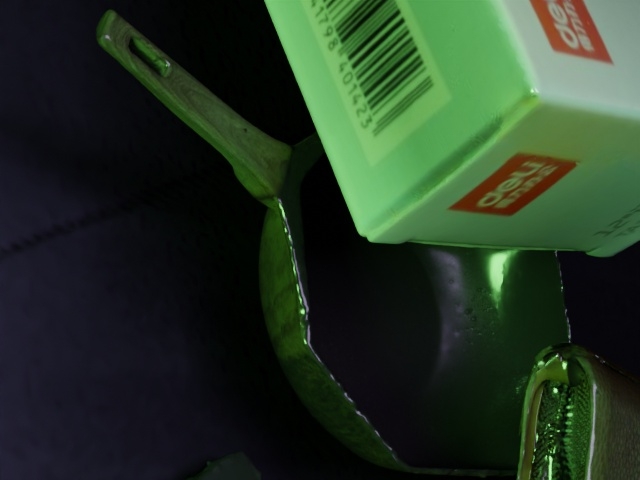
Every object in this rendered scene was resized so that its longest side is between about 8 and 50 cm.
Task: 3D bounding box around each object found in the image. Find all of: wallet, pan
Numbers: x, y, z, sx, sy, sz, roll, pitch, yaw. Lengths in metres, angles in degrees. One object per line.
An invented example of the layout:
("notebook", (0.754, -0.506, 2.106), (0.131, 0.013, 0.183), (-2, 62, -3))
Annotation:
("wallet", (0.127, 0.113, 0.521), (0.198, 0.031, 0.110), (28, 67, -49))
("pan", (0.007, -0.010, 0.474), (0.202, 0.048, 0.128), (54, 44, -16))

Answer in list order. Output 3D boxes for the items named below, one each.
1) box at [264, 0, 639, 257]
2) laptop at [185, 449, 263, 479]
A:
("box", (0.037, -0.126, 0.483), (0.135, 0.079, 0.269), (3, 57, -45))
("laptop", (-0.021, 0.173, 0.403), (0.135, 0.016, 0.197), (-32, 99, -47))
